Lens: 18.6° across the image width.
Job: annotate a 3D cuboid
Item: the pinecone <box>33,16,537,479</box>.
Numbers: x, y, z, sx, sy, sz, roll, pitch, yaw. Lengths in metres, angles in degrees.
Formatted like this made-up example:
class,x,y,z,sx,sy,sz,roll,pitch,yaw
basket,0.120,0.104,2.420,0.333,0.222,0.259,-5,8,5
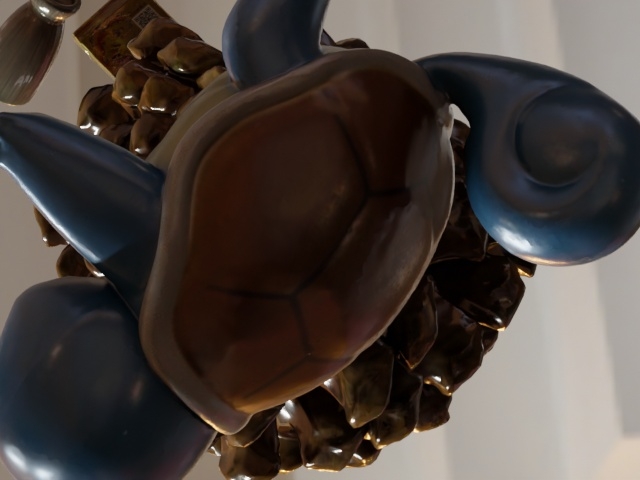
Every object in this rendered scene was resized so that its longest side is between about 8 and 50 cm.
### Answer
class,x,y,z,sx,sy,sz,roll,pitch,yaw
pinecone,0.000,0.000,1.503,0.384,0.384,0.384,179,90,-83

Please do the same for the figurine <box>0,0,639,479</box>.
class,x,y,z,sx,sy,sz,roll,pitch,yaw
figurine,-0.021,-0.012,1.155,0.243,0.416,0.298,65,-170,25

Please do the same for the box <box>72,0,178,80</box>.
class,x,y,z,sx,sy,sz,roll,pitch,yaw
box,-0.164,-0.178,1.944,0.156,0.089,0.022,43,169,12

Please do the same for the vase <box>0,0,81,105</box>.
class,x,y,z,sx,sy,sz,roll,pitch,yaw
vase,-0.230,-0.160,1.556,0.101,0.053,0.053,-53,28,30
